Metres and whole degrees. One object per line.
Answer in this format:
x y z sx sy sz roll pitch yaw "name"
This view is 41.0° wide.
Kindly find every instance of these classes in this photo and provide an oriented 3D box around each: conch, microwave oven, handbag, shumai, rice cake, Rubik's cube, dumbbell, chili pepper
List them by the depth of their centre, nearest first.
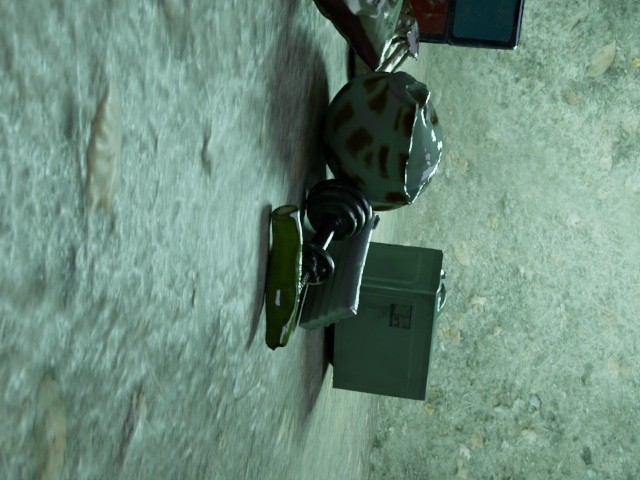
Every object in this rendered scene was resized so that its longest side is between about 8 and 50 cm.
0.050 -0.386 1.184 0.213 0.127 0.235 40 53 -45 "handbag"
-0.051 0.050 1.191 0.050 0.052 0.202 -151 -116 -65 "chili pepper"
0.000 0.000 1.316 0.254 0.110 0.110 -60 157 -47 "dumbbell"
0.103 -0.150 1.437 0.368 0.197 0.249 69 24 -54 "conch"
0.030 0.051 1.455 0.189 0.037 0.198 -29 -141 59 "rice cake"
0.130 -0.378 1.657 0.201 0.120 0.201 5 90 -81 "shumai"
0.142 0.164 1.829 0.181 0.237 0.295 -70 164 -54 "microwave oven"
0.318 -0.615 1.952 0.313 0.316 0.318 -56 152 -68 "Rubik's cube"
